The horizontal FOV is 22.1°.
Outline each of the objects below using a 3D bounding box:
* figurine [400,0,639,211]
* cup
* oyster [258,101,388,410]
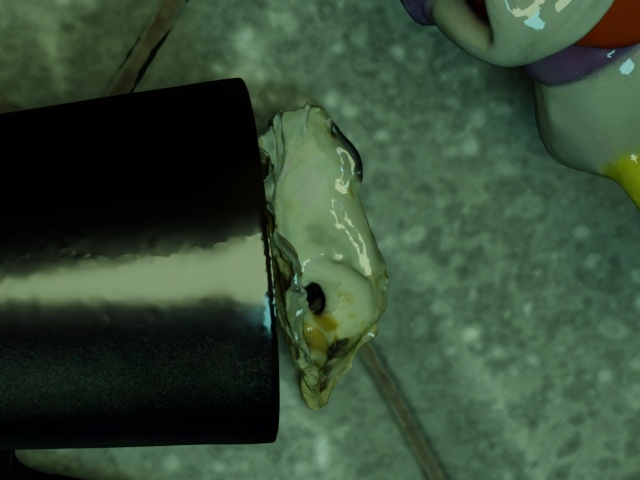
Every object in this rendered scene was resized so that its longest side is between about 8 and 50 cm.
[{"bbox_3d":[0.102,-0.138,0.753,0.154,0.193,0.421,-42,92,-7],"label":"figurine"},{"bbox_3d":[-0.111,0.053,0.736,0.177,0.166,0.239,-5,94,-7],"label":"cup"},{"bbox_3d":[0.000,0.000,0.804,0.146,0.045,0.122,50,56,-42],"label":"oyster"}]
